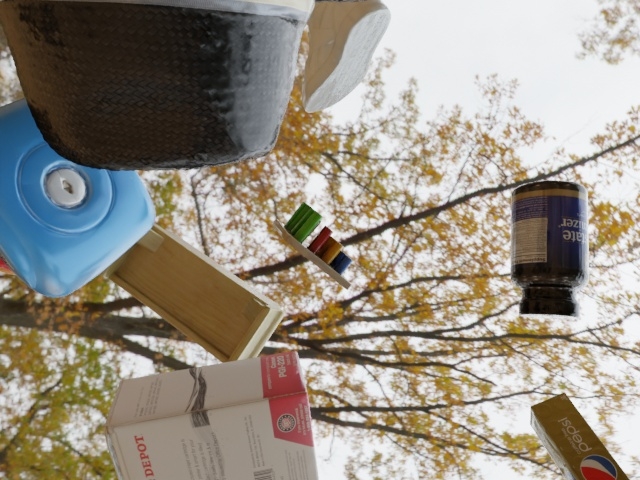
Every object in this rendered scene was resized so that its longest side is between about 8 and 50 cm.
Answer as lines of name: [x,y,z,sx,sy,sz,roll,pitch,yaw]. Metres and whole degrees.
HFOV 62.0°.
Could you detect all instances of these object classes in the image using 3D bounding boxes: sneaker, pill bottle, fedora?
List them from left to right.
fedora: [-0.128,-0.140,0.418,0.334,0.334,0.153,24,-61,44]
sneaker: [0.012,-0.363,0.929,0.169,0.108,0.292,63,-26,10]
pill bottle: [0.384,0.019,0.896,0.122,0.122,0.219,-5,-104,40]

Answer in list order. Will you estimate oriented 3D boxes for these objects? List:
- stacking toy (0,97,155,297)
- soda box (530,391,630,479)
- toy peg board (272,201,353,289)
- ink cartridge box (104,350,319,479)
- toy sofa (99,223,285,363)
stacking toy: [-0.350,-0.031,0.590,0.301,0.175,0.166,-9,-152,39]
soda box: [0.378,0.317,0.769,0.061,0.058,0.181,-21,-140,-2]
toy peg board: [0.000,0.000,1.050,0.079,0.160,0.161,-50,-162,2]
ink cartridge box: [-0.120,0.234,0.629,0.092,0.217,0.159,-117,-160,-66]
toy sofa: [-0.264,0.114,1.133,0.362,0.177,0.150,33,-95,10]
